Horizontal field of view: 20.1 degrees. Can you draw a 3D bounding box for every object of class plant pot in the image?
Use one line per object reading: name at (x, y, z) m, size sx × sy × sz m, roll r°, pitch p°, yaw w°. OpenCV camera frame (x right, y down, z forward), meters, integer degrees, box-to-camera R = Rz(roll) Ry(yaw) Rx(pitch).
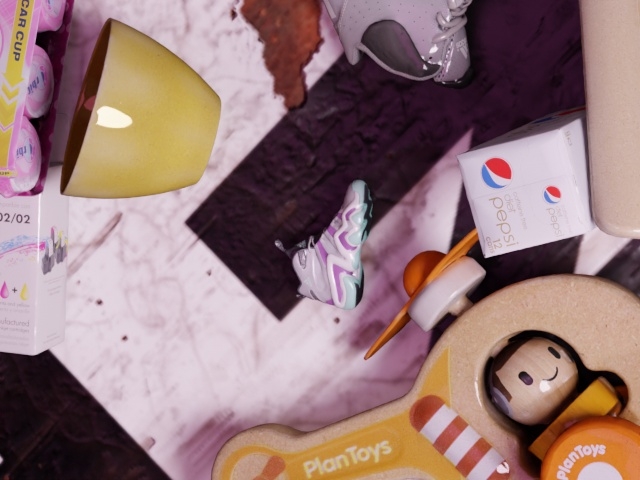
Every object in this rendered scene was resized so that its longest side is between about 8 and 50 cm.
plant pot at (-0.128, -0.086, 1.324) m, size 0.095 × 0.134 × 0.134 m, roll 15°, pitch 102°, yaw -13°

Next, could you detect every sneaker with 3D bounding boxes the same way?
sneaker at (0.000, 0.000, 1.336) m, size 0.069 × 0.038 × 0.098 m, roll 9°, pitch 99°, yaw 13°
sneaker at (0.109, -0.178, 1.269) m, size 0.229 × 0.086 × 0.132 m, roll -14°, pitch 98°, yaw 26°

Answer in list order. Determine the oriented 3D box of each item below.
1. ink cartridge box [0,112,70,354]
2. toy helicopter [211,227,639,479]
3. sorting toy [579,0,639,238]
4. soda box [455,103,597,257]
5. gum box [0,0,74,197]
ink cartridge box at (-0.253, -0.010, 1.391) m, size 0.104 × 0.061 × 0.181 m, roll 5°, pitch 98°, yaw 14°
toy helicopter at (0.075, 0.118, 1.284) m, size 0.355 × 0.140 × 0.235 m, roll -20°, pitch 91°, yaw 20°
sorting toy at (0.271, -0.118, 1.179) m, size 0.229 × 0.041 × 0.307 m, roll 10°, pitch 62°, yaw -19°
soda box at (0.163, -0.048, 1.190) m, size 0.074 × 0.216 × 0.069 m, roll -14°, pitch 95°, yaw 25°
gum box at (-0.253, -0.124, 1.341) m, size 0.107 × 0.062 × 0.188 m, roll 3°, pitch 74°, yaw 15°
